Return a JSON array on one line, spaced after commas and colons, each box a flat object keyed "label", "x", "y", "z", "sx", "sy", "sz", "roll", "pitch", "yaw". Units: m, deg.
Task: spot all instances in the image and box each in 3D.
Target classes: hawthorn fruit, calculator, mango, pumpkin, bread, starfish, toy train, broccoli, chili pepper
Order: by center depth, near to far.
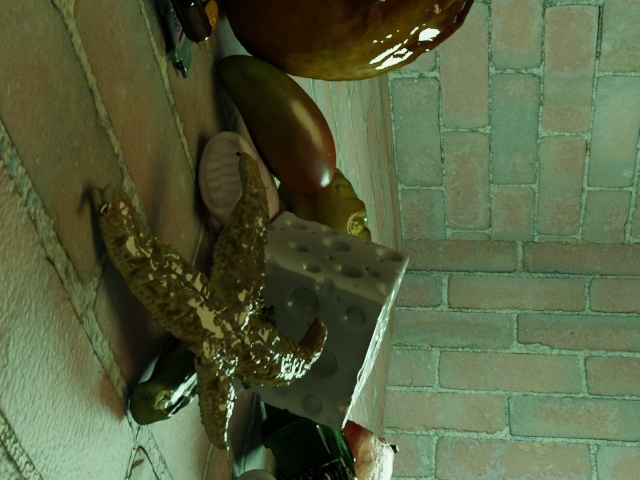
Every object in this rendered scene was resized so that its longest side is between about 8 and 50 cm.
[{"label": "starfish", "x": -0.121, "y": 0.054, "z": 1.370, "sx": 0.324, "sy": 0.083, "sz": 0.432, "roll": -46, "pitch": 124, "yaw": -43}, {"label": "broccoli", "x": -0.170, "y": 0.171, "z": 1.450, "sx": 0.304, "sy": 0.146, "sz": 0.164, "roll": -38, "pitch": 125, "yaw": -61}, {"label": "calculator", "x": -0.203, "y": -0.297, "z": 1.475, "sx": 0.141, "sy": 0.019, "sz": 0.094, "roll": 80, "pitch": 12, "yaw": -45}, {"label": "pumpkin", "x": -0.181, "y": -0.329, "z": 1.562, "sx": 0.050, "sy": 0.028, "sz": 0.083, "roll": 83, "pitch": 21, "yaw": -44}, {"label": "hawthorn fruit", "x": 0.055, "y": -0.481, "z": 1.743, "sx": 0.472, "sy": 0.472, "sz": 0.471, "roll": 1, "pitch": 90, "yaw": -80}, {"label": "mango", "x": -0.063, "y": -0.197, "z": 1.759, "sx": 0.146, "sy": 0.129, "sz": 0.289, "roll": 46, "pitch": -6, "yaw": 45}, {"label": "toy train", "x": -0.033, "y": 0.365, "z": 1.959, "sx": 0.330, "sy": 0.139, "sz": 0.178, "roll": -118, "pitch": -177, "yaw": -73}, {"label": "bread", "x": 0.000, "y": 0.000, "z": 1.983, "sx": 0.333, "sy": 0.160, "sz": 0.332, "roll": 179, "pitch": -90, "yaw": -73}, {"label": "chili pepper", "x": 0.017, "y": 0.559, "z": 2.243, "sx": 0.251, "sy": 0.229, "sz": 0.305, "roll": 45, "pitch": 51, "yaw": -43}]

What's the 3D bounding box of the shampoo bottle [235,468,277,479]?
[{"label": "shampoo bottle", "x": -0.094, "y": 0.517, "z": 1.959, "sx": 0.303, "sy": 0.092, "sz": 0.092, "roll": 75, "pitch": 19, "yaw": -60}]

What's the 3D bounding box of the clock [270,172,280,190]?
[{"label": "clock", "x": -0.061, "y": -0.216, "z": 2.159, "sx": 0.237, "sy": 0.057, "sz": 0.237, "roll": 1, "pitch": 90, "yaw": -79}]

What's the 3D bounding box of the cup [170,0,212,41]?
[{"label": "cup", "x": -0.135, "y": -0.405, "z": 1.405, "sx": 0.177, "sy": 0.166, "sz": 0.239, "roll": 10, "pitch": 68, "yaw": -76}]

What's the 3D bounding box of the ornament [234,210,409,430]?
[{"label": "ornament", "x": -0.017, "y": 0.124, "z": 1.722, "sx": 0.240, "sy": 0.240, "sz": 0.239, "roll": -51, "pitch": 158, "yaw": -67}]

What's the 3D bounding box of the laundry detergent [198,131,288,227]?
[{"label": "laundry detergent", "x": -0.121, "y": -0.072, "z": 1.753, "sx": 0.335, "sy": 0.088, "sz": 0.159, "roll": 51, "pitch": 40, "yaw": -75}]
